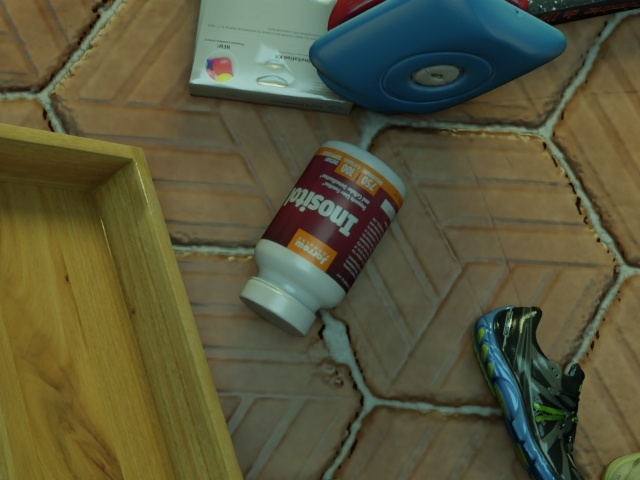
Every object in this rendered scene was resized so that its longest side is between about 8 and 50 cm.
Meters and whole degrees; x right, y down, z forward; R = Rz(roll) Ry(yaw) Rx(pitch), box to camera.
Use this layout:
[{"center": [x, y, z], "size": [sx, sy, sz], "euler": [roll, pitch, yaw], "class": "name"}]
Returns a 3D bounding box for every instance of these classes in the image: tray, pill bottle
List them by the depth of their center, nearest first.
[{"center": [-0.171, 0.113, 0.767], "size": [0.076, 0.202, 0.411], "euler": [-33, 66, 33], "class": "tray"}, {"center": [0.000, 0.000, 0.896], "size": [0.086, 0.086, 0.152], "euler": [31, 78, 1], "class": "pill bottle"}]

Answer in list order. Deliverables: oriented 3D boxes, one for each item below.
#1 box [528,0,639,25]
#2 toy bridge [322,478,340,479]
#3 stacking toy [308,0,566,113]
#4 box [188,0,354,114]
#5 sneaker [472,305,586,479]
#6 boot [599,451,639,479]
[{"center": [0.229, -0.284, 0.991], "size": [0.233, 0.044, 0.159], "euler": [-13, 80, -7], "class": "box"}, {"center": [-0.075, 0.208, 0.861], "size": [0.188, 0.063, 0.026], "euler": [-2, 80, -6], "class": "toy bridge"}, {"center": [0.081, -0.271, 0.906], "size": [0.175, 0.165, 0.302], "euler": [12, 66, -44], "class": "stacking toy"}, {"center": [-0.033, -0.212, 0.958], "size": [0.145, 0.038, 0.186], "euler": [6, 78, -4], "class": "box"}, {"center": [0.190, 0.140, 0.896], "size": [0.078, 0.067, 0.188], "euler": [-20, 79, -2], "class": "sneaker"}, {"center": [0.345, 0.183, 0.851], "size": [0.213, 0.165, 0.077], "euler": [-13, 81, -6], "class": "boot"}]
